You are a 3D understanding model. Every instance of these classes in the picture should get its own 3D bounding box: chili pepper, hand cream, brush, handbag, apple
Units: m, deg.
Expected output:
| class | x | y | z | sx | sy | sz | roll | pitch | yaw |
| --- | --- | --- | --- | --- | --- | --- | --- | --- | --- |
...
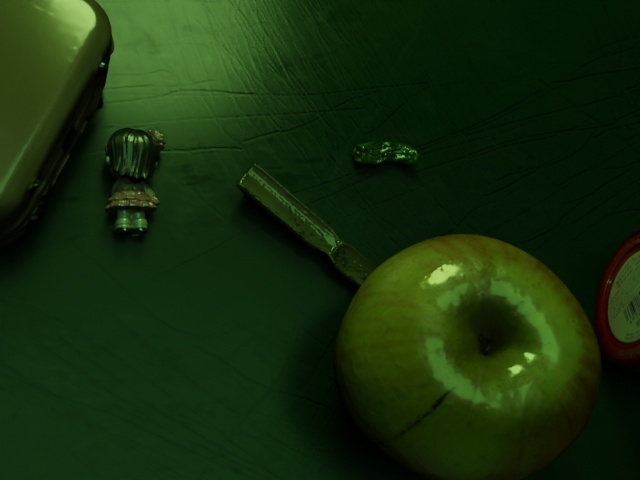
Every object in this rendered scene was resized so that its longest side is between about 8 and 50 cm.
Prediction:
| class | x | y | z | sx | sy | sz | roll | pitch | yaw |
| --- | --- | --- | --- | --- | --- | --- | --- | --- | --- |
| chili pepper | 0.083 | -0.114 | 1.088 | 0.091 | 0.034 | 0.030 | 1 | 105 | -18 |
| hand cream | 0.445 | 0.083 | 1.043 | 0.126 | 0.193 | 0.193 | 15 | 69 | -9 |
| brush | 0.000 | 0.000 | 1.022 | 0.248 | 0.036 | 0.043 | 39 | 70 | -9 |
| handbag | -0.395 | -0.162 | 0.894 | 0.283 | 0.149 | 0.301 | 25 | 69 | -10 |
| apple | 0.153 | 0.134 | 0.913 | 0.286 | 0.233 | 0.285 | 4 | 72 | -11 |

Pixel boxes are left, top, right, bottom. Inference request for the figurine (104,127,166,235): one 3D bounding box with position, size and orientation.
| class | x | y | z | sx | sy | sz | roll | pitch | yaw |
| --- | --- | --- | --- | --- | --- | --- | --- | --- | --- |
| figurine | -0.213 | -0.071 | 0.967 | 0.072 | 0.054 | 0.129 | 1 | 74 | -21 |
